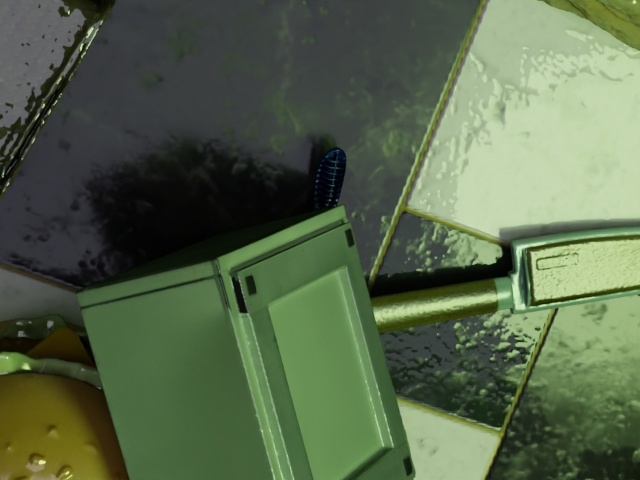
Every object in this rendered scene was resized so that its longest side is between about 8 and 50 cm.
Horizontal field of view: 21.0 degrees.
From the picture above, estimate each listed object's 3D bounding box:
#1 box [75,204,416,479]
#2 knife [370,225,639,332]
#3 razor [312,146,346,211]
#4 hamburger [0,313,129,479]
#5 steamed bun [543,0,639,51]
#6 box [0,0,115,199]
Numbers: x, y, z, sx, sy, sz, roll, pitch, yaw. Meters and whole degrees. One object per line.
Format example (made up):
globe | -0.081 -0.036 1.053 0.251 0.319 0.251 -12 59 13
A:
box | -0.039 0.109 1.233 0.117 0.225 0.225 -13 95 25
knife | 0.166 0.028 1.360 0.343 0.027 0.061 -8 105 -10
razor | -0.001 -0.001 1.341 0.044 0.028 0.154 3 108 -16
hamburger | -0.215 0.201 1.267 0.274 0.212 0.274 -1 103 -6
steamed bun | 0.187 -0.287 1.228 0.428 0.189 0.247 21 92 -11
box | -0.272 -0.093 1.208 0.143 0.184 0.273 30 98 -14
